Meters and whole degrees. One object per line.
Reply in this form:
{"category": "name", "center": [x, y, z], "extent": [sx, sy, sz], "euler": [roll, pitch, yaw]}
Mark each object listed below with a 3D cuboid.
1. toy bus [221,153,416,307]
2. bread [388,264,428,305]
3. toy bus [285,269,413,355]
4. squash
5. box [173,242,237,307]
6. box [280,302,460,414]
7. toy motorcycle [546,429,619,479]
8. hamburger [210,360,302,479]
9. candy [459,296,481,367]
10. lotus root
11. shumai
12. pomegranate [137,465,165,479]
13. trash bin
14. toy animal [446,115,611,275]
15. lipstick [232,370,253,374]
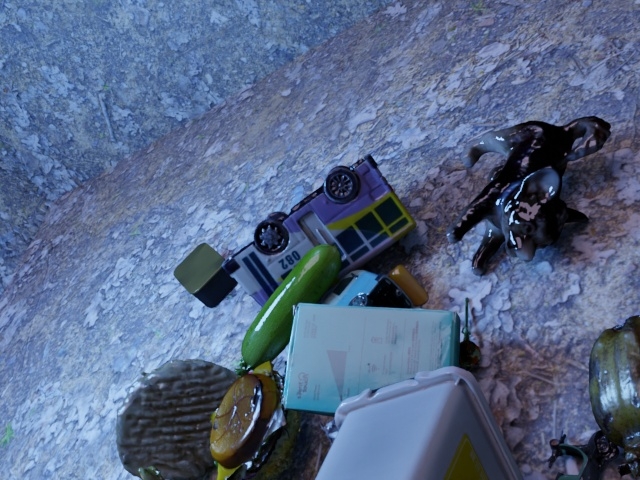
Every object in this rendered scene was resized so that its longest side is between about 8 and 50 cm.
{"category": "toy bus", "center": [0.000, 0.000, 1.534], "extent": [0.440, 0.249, 0.209], "euler": [-36, 6, 6]}
{"category": "bread", "center": [0.196, 0.106, 1.412], "extent": [0.049, 0.103, 0.062], "euler": [-37, -11, -14]}
{"category": "toy bus", "center": [0.056, 0.192, 1.371], "extent": [0.271, 0.133, 0.164], "euler": [-50, 31, -9]}
{"category": "squash", "center": [-0.079, 0.163, 1.405], "extent": [0.379, 0.101, 0.101], "euler": [-53, 33, 9]}
{"category": "box", "center": [-0.344, 0.105, 1.890], "extent": [0.144, 0.090, 0.201], "euler": [-47, 34, -10]}
{"category": "box", "center": [0.100, 0.232, 1.164], "extent": [0.311, 0.118, 0.205], "euler": [0, 68, 17]}
{"category": "toy motorcycle", "center": [0.377, 0.359, 0.938], "extent": [0.100, 0.058, 0.173], "euler": [4, 55, 53]}
{"category": "hamburger", "center": [-0.125, 0.382, 1.288], "extent": [0.262, 0.138, 0.243], "euler": [-50, 27, 17]}
{"category": "candy", "center": [0.292, 0.179, 1.246], "extent": [0.055, 0.049, 0.185], "euler": [6, 39, 9]}
{"category": "lotus root", "center": [0.475, 0.235, 0.908], "extent": [0.154, 0.154, 0.278], "euler": [-16, 38, 32]}
{"category": "shumai", "center": [-0.325, 0.413, 1.486], "extent": [0.314, 0.267, 0.262], "euler": [-19, -3, -17]}
{"category": "pomegranate", "center": [-0.234, 0.551, 1.144], "extent": [0.285, 0.231, 0.231], "euler": [18, 60, 19]}
{"category": "trash bin", "center": [0.103, 0.376, 0.887], "extent": [0.296, 0.256, 0.367], "euler": [-23, 5, 27]}
{"category": "toy animal", "center": [0.439, -0.108, 1.284], "extent": [0.302, 0.194, 0.344], "euler": [-15, 46, 41]}
{"category": "lipstick", "center": [-0.257, 0.355, 1.562], "extent": [0.312, 0.051, 0.051], "euler": [-15, 38, 32]}
